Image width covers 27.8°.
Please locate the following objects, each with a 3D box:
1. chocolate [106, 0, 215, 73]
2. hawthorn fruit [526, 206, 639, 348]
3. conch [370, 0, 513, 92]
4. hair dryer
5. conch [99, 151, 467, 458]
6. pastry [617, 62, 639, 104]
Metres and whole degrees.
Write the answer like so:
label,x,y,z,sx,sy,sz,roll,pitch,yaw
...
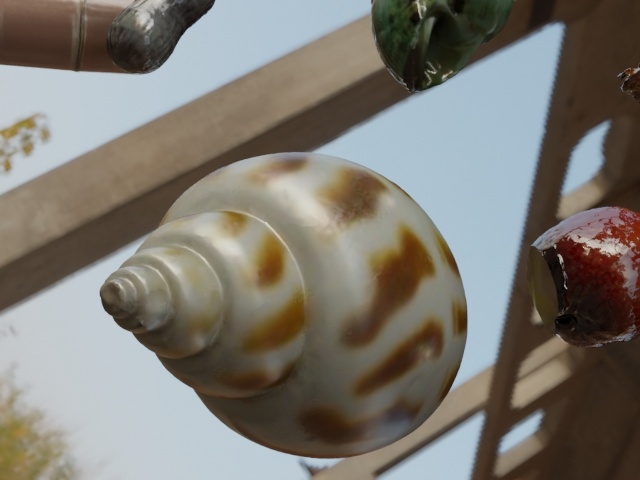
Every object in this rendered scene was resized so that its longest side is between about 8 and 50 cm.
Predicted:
label,x,y,z,sx,sy,sz,roll,pitch,yaw
chocolate,-0.164,-0.243,1.366,0.072,0.167,0.072,30,-25,15
hawthorn fruit,0.397,0.037,1.770,0.189,0.251,0.189,40,-31,30
conch,0.140,-0.269,1.500,0.122,0.188,0.176,10,-68,57
hair dryer,-0.313,-0.284,1.539,0.344,0.189,0.107,-125,-140,-64
conch,-0.014,0.041,0.722,0.275,0.183,0.149,26,22,-34
pastry,0.333,-0.173,1.153,0.087,0.063,0.169,23,-21,-3
